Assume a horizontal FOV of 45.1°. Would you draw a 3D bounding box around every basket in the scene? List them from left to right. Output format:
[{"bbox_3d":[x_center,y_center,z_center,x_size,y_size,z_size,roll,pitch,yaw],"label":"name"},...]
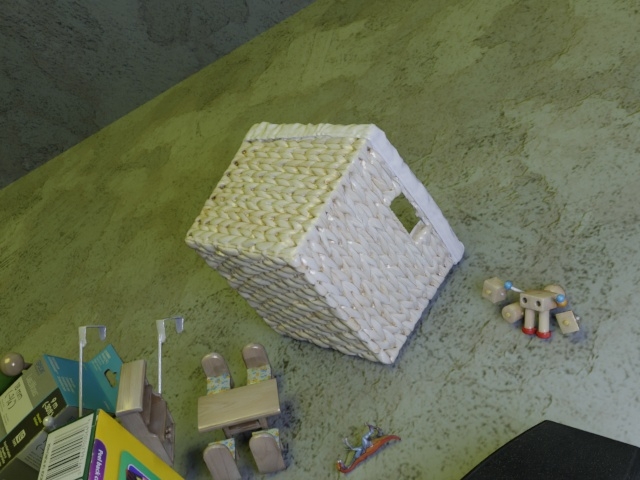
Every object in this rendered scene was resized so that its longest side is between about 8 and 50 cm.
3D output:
[{"bbox_3d":[0.000,0.000,1.321,0.331,0.328,0.266,10,59,48],"label":"basket"}]

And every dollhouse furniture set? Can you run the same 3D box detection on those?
[{"bbox_3d":[-0.191,0.269,1.274,0.242,0.161,0.212,-14,36,1],"label":"dollhouse furniture set"}]

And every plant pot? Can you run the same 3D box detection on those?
[{"bbox_3d":[0.274,0.310,0.843,0.187,0.188,0.167,7,43,47],"label":"plant pot"}]

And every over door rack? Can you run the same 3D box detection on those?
[{"bbox_3d":[-0.395,0.299,1.441,0.239,0.108,0.324,-8,68,31],"label":"over door rack"}]

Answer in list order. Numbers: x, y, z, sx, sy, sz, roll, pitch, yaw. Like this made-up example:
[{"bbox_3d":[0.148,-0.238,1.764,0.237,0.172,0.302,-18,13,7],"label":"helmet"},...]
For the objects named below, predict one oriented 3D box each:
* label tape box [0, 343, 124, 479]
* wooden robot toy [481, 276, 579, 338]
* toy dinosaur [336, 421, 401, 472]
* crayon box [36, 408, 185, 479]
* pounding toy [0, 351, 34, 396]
[{"bbox_3d":[-0.571,0.358,1.635,0.334,0.106,0.240,-45,35,-9],"label":"label tape box"},{"bbox_3d":[0.331,0.096,1.153,0.079,0.076,0.173,-17,19,-35],"label":"wooden robot toy"},{"bbox_3d":[0.061,0.315,1.153,0.090,0.047,0.082,14,78,38],"label":"toy dinosaur"},{"bbox_3d":[-0.256,0.464,1.028,0.106,0.313,0.363,-26,35,13],"label":"crayon box"},{"bbox_3d":[-0.732,0.368,1.752,0.236,0.183,0.110,-32,60,4],"label":"pounding toy"}]
